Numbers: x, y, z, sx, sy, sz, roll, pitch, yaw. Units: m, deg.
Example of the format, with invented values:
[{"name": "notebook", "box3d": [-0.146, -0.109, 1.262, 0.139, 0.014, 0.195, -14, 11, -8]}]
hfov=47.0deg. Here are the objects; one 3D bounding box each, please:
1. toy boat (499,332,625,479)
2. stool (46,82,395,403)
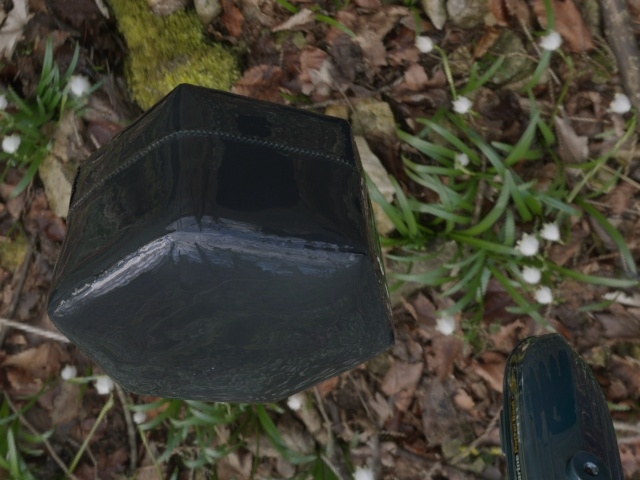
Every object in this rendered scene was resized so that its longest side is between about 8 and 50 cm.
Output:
[{"name": "toy boat", "box3d": [0.257, 0.213, 0.813, 0.114, 0.296, 0.122, 16, 127, -3]}, {"name": "stool", "box3d": [-0.062, 0.013, 0.520, 0.232, 0.141, 0.232, -3, 142, -2]}]
